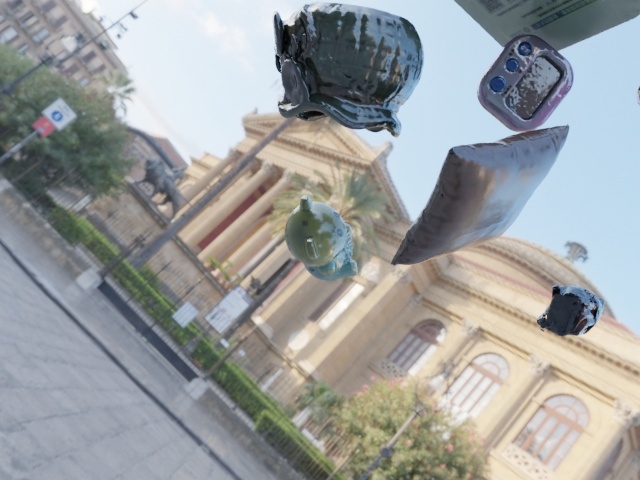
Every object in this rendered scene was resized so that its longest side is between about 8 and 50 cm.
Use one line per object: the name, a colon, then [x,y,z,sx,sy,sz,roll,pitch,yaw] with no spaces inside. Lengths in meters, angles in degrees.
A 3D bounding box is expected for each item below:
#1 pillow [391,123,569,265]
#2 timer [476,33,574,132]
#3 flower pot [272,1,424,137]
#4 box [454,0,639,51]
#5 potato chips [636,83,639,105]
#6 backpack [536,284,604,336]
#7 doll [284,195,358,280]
pillow: [0.307,-0.081,1.098,0.108,0.306,0.307,55,-36,29]
timer: [0.492,-0.377,1.375,0.191,0.208,0.069,38,1,-3]
flower pot: [0.038,-0.327,1.096,0.302,0.213,0.302,10,11,-2]
box: [0.486,-0.607,1.297,0.397,0.111,0.396,36,-12,-18]
potato chips: [0.801,-0.374,1.309,0.049,0.150,0.202,19,-1,3]
backpack: [0.600,0.165,1.331,0.106,0.165,0.119,33,-64,49]
doll: [0.000,0.000,1.526,0.260,0.162,0.176,56,26,-65]
